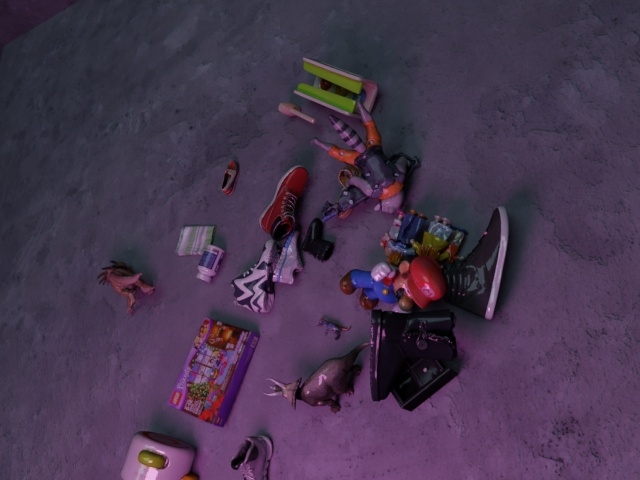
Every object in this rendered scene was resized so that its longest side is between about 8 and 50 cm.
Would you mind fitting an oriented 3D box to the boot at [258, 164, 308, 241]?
[{"bbox_3d":[-0.094,-0.116,1.822,0.244,0.088,0.176,-59,26,4],"label":"boot"}]

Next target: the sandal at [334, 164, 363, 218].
[{"bbox_3d":[0.091,-0.189,1.785,0.088,0.079,0.240,14,77,35],"label":"sandal"}]

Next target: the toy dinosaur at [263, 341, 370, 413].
[{"bbox_3d":[0.022,0.374,1.528,0.313,0.160,0.121,-32,56,16],"label":"toy dinosaur"}]

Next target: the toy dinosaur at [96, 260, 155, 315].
[{"bbox_3d":[-0.698,0.139,2.031,0.200,0.295,0.127,47,68,-1],"label":"toy dinosaur"}]

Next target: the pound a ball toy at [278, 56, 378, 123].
[{"bbox_3d":[0.026,-0.480,1.943,0.319,0.135,0.208,31,112,37],"label":"pound a ball toy"}]

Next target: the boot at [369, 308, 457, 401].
[{"bbox_3d":[0.223,0.280,1.387,0.207,0.094,0.247,2,103,8],"label":"boot"}]

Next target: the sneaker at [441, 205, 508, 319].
[{"bbox_3d":[0.389,0.042,1.468,0.146,0.104,0.296,11,78,14],"label":"sneaker"}]

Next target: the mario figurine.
[{"bbox_3d":[0.180,0.136,1.478,0.320,0.198,0.170,-14,80,54],"label":"mario figurine"}]

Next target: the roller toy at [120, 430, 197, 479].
[{"bbox_3d":[-0.474,0.655,1.685,0.191,0.209,0.146,5,72,46],"label":"roller toy"}]

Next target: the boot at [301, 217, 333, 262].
[{"bbox_3d":[0.000,0.000,1.779,0.099,0.045,0.121,24,90,38],"label":"boot"}]

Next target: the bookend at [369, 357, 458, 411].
[{"bbox_3d":[0.237,0.323,1.475,0.157,0.072,0.156,-40,54,9],"label":"bookend"}]

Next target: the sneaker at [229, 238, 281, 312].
[{"bbox_3d":[-0.216,0.108,1.829,0.153,0.094,0.235,2,80,23],"label":"sneaker"}]

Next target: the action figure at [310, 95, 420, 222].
[{"bbox_3d":[0.108,-0.199,1.673,0.341,0.178,0.330,-39,86,2],"label":"action figure"}]

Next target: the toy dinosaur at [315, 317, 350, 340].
[{"bbox_3d":[0.031,0.250,1.666,0.090,0.047,0.082,-19,44,-15],"label":"toy dinosaur"}]

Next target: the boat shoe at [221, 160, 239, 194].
[{"bbox_3d":[-0.328,-0.231,2.080,0.049,0.043,0.137,-4,66,32],"label":"boat shoe"}]

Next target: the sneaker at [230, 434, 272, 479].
[{"bbox_3d":[-0.202,0.643,1.561,0.086,0.132,0.229,-10,64,27],"label":"sneaker"}]

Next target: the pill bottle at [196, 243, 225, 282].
[{"bbox_3d":[-0.376,0.079,1.956,0.067,0.067,0.120,13,76,35],"label":"pill bottle"}]

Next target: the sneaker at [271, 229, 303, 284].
[{"bbox_3d":[-0.088,0.056,1.804,0.082,0.071,0.191,20,64,-3],"label":"sneaker"}]

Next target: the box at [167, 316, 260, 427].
[{"bbox_3d":[-0.330,0.400,1.780,0.200,0.057,0.293,9,70,34],"label":"box"}]

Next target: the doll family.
[{"bbox_3d":[0.260,0.006,1.572,0.262,0.118,0.163,18,79,35],"label":"doll family"}]

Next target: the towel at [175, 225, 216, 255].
[{"bbox_3d":[-0.448,-0.001,2.062,0.152,0.023,0.113,-2,69,30],"label":"towel"}]
